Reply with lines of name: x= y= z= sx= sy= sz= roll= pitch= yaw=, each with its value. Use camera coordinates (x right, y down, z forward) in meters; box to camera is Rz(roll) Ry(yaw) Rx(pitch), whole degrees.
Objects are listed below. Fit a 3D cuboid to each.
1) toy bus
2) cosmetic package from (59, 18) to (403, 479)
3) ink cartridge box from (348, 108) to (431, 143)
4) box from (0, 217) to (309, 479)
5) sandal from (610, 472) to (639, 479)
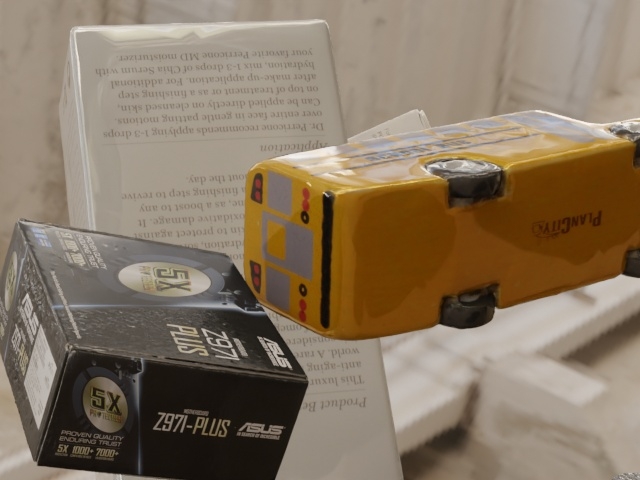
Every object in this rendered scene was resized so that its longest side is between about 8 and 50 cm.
toy bus: x=0.117 y=-0.020 z=1.130 sx=0.332 sy=0.130 sz=0.108 roll=-13 pitch=-67 yaw=-36
cosmetic package: x=-0.084 y=0.051 z=1.355 sx=0.161 sy=0.230 sz=0.453 roll=120 pitch=144 yaw=-65
ink cartridge box: x=0.000 y=0.000 z=1.640 sx=0.283 sy=0.117 sz=0.207 roll=-23 pitch=-17 yaw=-1
box: x=-0.109 y=0.066 z=0.978 sx=0.147 sy=0.180 sz=0.078 roll=11 pitch=-70 yaw=-24
sandal: x=0.268 y=0.287 z=1.346 sx=0.254 sy=0.097 sz=0.054 roll=-73 pitch=3 yaw=-55
